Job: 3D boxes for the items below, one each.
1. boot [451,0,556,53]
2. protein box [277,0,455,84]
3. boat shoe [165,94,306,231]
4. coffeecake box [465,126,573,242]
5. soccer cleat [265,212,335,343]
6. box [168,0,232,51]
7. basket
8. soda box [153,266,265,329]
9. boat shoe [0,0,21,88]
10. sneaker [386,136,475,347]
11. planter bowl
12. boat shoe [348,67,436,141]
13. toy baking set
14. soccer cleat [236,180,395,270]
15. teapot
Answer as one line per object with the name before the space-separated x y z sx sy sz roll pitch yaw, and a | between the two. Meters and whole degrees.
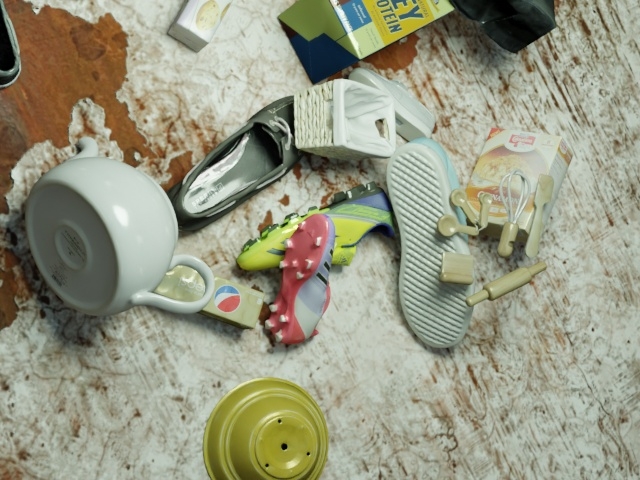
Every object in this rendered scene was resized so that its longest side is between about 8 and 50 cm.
boot | 0.248 -0.573 1.916 0.367 0.146 0.445 24 55 -18
protein box | 0.073 -0.380 1.872 0.201 0.200 0.136 -31 98 -22
boat shoe | -0.114 -0.128 1.824 0.335 0.095 0.112 -40 99 -21
coffeecake box | 0.341 -0.098 1.974 0.068 0.142 0.185 43 66 -48
soccer cleat | -0.016 0.061 1.800 0.095 0.083 0.248 -5 125 -38
box | -0.149 -0.466 1.867 0.067 0.063 0.324 32 73 -17
basket | 0.040 -0.194 1.857 0.167 0.103 0.113 7 80 -55
soda box | -0.185 0.085 1.792 0.181 0.058 0.061 22 76 -19
boat shoe | -0.534 -0.378 1.679 0.113 0.105 0.306 -19 91 -23
sneaker | 0.207 -0.003 1.925 0.150 0.135 0.365 -39 126 -61
planter bowl | -0.071 0.328 1.793 0.217 0.090 0.217 2 84 -22
boat shoe | 0.130 -0.247 1.957 0.184 0.066 0.063 36 58 -12
toy baking set | 0.300 -0.009 1.849 0.256 0.030 0.196 -19 101 -21
soccer cleat | 0.001 0.000 1.858 0.289 0.093 0.121 -25 96 -23
teapot | -0.300 -0.017 1.678 0.187 0.253 0.256 -27 114 -46
